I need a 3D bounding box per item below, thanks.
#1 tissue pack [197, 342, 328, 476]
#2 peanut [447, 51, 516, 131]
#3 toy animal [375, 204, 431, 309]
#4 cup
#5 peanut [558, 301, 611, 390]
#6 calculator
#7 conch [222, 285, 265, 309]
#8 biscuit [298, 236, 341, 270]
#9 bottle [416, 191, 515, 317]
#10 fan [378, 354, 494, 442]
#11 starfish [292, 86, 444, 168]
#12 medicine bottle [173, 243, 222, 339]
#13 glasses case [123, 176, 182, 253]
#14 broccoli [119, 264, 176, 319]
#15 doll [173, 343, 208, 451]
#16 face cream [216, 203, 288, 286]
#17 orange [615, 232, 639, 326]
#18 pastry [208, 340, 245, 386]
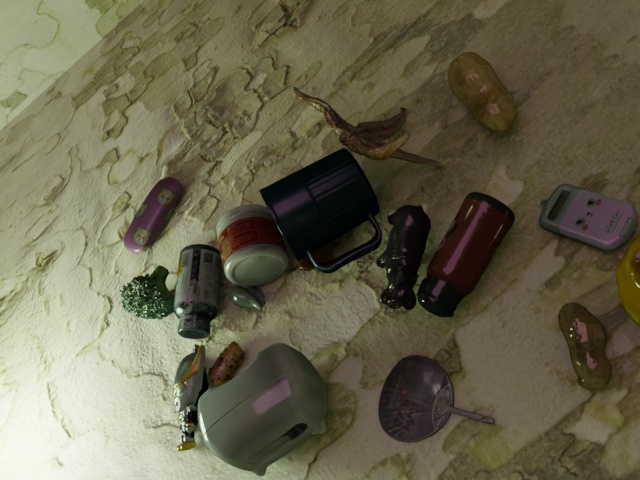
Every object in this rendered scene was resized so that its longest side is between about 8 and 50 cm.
[{"bbox_3d":[-0.147,0.460,1.755,0.333,0.229,0.236,-37,50,7],"label":"tissue pack"},{"bbox_3d":[0.471,-0.443,1.942,0.148,0.147,0.318,-30,54,13],"label":"peanut"},{"bbox_3d":[0.224,0.059,1.797,0.168,0.106,0.343,-49,24,53],"label":"toy animal"},{"bbox_3d":[0.013,-0.094,1.931,0.292,0.242,0.308,-29,46,-2],"label":"cup"},{"bbox_3d":[0.614,0.241,1.522,0.100,0.099,0.214,-14,57,23],"label":"peanut"},{"bbox_3d":[0.677,-0.061,1.679,0.246,0.045,0.141,27,80,38],"label":"calculator"},{"bbox_3d":[-0.241,0.176,2.082,0.180,0.088,0.065,21,119,30],"label":"conch"},{"bbox_3d":[0.000,0.000,2.046,0.138,0.031,0.205,-8,60,16],"label":"biscuit"},{"bbox_3d":[0.375,0.046,1.734,0.144,0.144,0.336,24,79,37],"label":"bottle"},{"bbox_3d":[0.263,0.434,1.670,0.223,0.012,0.294,-46,50,1],"label":"fan"},{"bbox_3d":[0.154,-0.332,1.958,0.398,0.384,0.132,48,133,48],"label":"starfish"},{"bbox_3d":[-0.396,0.167,2.118,0.141,0.141,0.293,-15,58,23],"label":"medicine bottle"},{"bbox_3d":[-0.621,-0.095,2.433,0.123,0.076,0.316,18,75,36],"label":"glasses case"},{"bbox_3d":[-0.553,0.163,2.203,0.220,0.194,0.194,15,68,-6],"label":"broccoli"},{"bbox_3d":[-0.393,0.469,1.978,0.103,0.145,0.316,-1,67,0],"label":"doll"},{"bbox_3d":[-0.214,0.019,2.054,0.201,0.201,0.187,-28,54,14],"label":"face cream"},{"bbox_3d":[0.785,0.084,1.417,0.279,0.235,0.279,-20,51,27],"label":"orange"},{"bbox_3d":[-0.286,0.379,1.995,0.140,0.056,0.080,-48,52,-6],"label":"pastry"}]
